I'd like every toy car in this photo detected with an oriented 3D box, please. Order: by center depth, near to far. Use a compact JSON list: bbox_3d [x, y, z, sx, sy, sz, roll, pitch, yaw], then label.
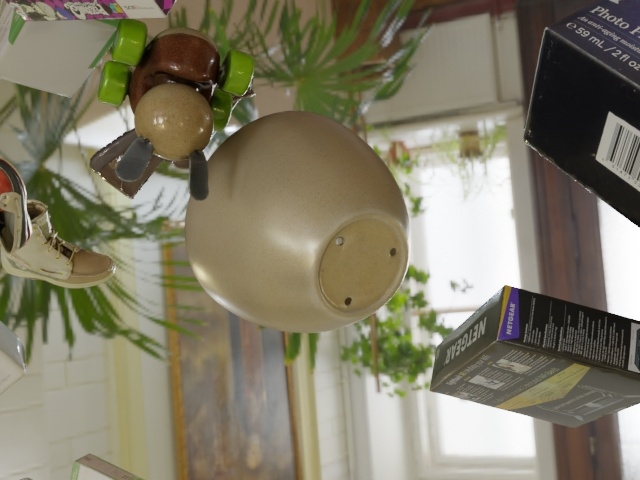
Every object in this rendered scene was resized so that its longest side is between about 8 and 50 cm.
[{"bbox_3d":[-0.169,-0.130,0.944,0.155,0.188,0.149,12,148,-22],"label":"toy car"}]

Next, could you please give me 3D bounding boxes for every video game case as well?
[{"bbox_3d":[-0.199,-0.330,0.893,0.210,0.232,0.042,7,150,31],"label":"video game case"}]

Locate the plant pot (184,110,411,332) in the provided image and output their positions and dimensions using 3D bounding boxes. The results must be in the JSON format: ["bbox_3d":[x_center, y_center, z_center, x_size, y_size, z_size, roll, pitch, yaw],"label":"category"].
[{"bbox_3d":[0.000,0.000,1.025,0.284,0.284,0.191,-3,-160,-30],"label":"plant pot"}]

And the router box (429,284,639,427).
[{"bbox_3d":[0.314,0.174,1.179,0.243,0.081,0.309,15,157,-4],"label":"router box"}]

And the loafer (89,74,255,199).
[{"bbox_3d":[-0.270,-0.205,1.638,0.366,0.130,0.134,-32,-169,9],"label":"loafer"}]

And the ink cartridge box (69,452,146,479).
[{"bbox_3d":[-0.366,0.521,1.561,0.235,0.171,0.056,18,-167,20],"label":"ink cartridge box"}]

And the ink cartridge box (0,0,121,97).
[{"bbox_3d":[-0.337,-0.364,1.102,0.117,0.278,0.201,12,157,-31],"label":"ink cartridge box"}]

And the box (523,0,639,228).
[{"bbox_3d":[0.437,-0.159,0.911,0.294,0.296,0.183,-32,147,-21],"label":"box"}]

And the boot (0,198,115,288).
[{"bbox_3d":[-0.488,0.005,1.533,0.213,0.077,0.165,8,138,-2],"label":"boot"}]

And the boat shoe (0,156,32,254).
[{"bbox_3d":[-0.423,-0.046,1.125,0.049,0.137,0.043,7,-146,14],"label":"boat shoe"}]

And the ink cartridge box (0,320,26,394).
[{"bbox_3d":[-0.556,0.105,0.866,0.308,0.385,0.091,-40,-151,-5],"label":"ink cartridge box"}]

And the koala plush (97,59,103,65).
[{"bbox_3d":[-0.489,-0.432,1.550,0.196,0.203,0.221,22,146,10],"label":"koala plush"}]

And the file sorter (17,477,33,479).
[{"bbox_3d":[-0.405,0.448,1.188,0.173,0.193,0.277,-26,139,36],"label":"file sorter"}]
